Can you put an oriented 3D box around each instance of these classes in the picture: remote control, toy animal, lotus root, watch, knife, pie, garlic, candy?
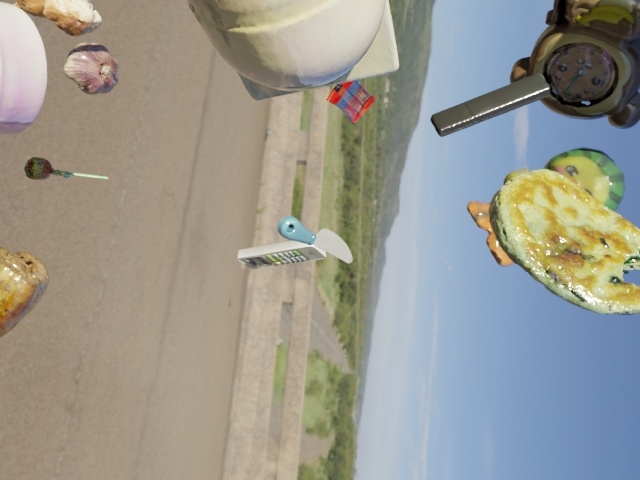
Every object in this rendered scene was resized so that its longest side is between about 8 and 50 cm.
[{"bbox_3d":[-0.113,0.039,1.571,0.103,0.250,0.034,43,43,-57],"label":"remote control"},{"bbox_3d":[-0.514,-0.435,1.037,0.185,0.184,0.104,53,-1,23],"label":"toy animal"},{"bbox_3d":[0.351,-0.281,1.131,0.025,0.245,0.063,65,4,-60],"label":"remote control"},{"bbox_3d":[-0.729,0.125,1.174,0.193,0.291,0.193,51,12,-15],"label":"lotus root"},{"bbox_3d":[0.659,-0.476,1.268,0.327,0.314,0.335,-50,157,-33],"label":"watch"},{"bbox_3d":[0.000,-0.002,1.261,0.032,0.244,0.058,27,-86,50],"label":"knife"},{"bbox_3d":[0.548,-0.088,1.307,0.191,0.338,0.216,-3,65,-57],"label":"toy animal"},{"bbox_3d":[0.424,-0.006,0.914,0.067,0.302,0.302,114,-12,-49],"label":"pie"},{"bbox_3d":[-0.637,-0.486,1.543,0.159,0.102,0.147,11,82,-62],"label":"garlic"},{"bbox_3d":[-0.651,-0.175,1.405,0.060,0.201,0.060,-11,-104,54],"label":"candy"}]

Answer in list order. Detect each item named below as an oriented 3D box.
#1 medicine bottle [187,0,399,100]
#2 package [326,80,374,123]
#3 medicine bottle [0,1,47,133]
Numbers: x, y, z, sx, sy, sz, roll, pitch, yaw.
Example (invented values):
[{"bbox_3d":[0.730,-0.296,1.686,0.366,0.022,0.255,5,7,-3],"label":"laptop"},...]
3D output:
[{"bbox_3d":[-0.047,-0.323,0.622,0.406,0.235,0.236,61,31,-57],"label":"medicine bottle"},{"bbox_3d":[0.072,-0.321,1.232,0.083,0.022,0.200,-54,162,9],"label":"package"},{"bbox_3d":[-0.577,-0.249,0.735,0.325,0.212,0.212,-17,113,-61],"label":"medicine bottle"}]
